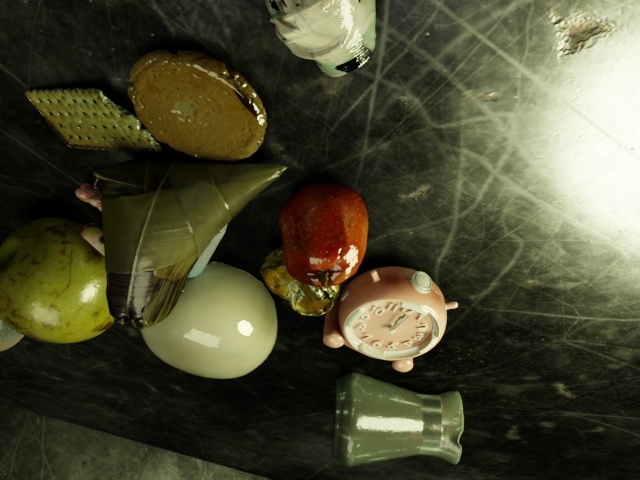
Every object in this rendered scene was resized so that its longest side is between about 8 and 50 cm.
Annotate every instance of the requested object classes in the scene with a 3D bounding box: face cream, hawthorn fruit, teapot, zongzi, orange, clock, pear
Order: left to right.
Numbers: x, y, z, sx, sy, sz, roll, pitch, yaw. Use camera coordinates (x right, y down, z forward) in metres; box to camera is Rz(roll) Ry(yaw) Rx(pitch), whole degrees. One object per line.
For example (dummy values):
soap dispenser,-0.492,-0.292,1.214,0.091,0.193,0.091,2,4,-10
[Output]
pear,-0.547,0.088,1.250,0.283,0.284,0.283,8,146,6
zongzi,-0.212,0.007,1.006,0.317,0.154,0.289,2,103,11
face cream,-0.240,-0.005,1.182,0.075,0.075,0.229,22,144,-14
orange,-0.034,0.070,1.196,0.160,0.112,0.170,2,122,33
hawthorn fruit,0.000,-0.010,1.015,0.173,0.179,0.173,18,171,3
clock,0.150,0.139,1.229,0.227,0.142,0.241,21,135,-14
teapot,0.206,0.506,1.659,0.344,0.253,0.300,5,179,2

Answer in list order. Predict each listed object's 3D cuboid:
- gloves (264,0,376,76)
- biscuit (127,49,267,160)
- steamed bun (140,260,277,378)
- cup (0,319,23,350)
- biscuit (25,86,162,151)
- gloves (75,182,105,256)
gloves,-0.009,-0.293,0.671,0.127,0.111,0.212,-4,151,30
biscuit,-0.187,-0.203,0.907,0.226,0.042,0.226,9,148,6
steamed bun,-0.260,0.201,1.371,0.324,0.206,0.324,9,145,6
cup,-0.838,0.167,1.506,0.200,0.191,0.253,21,-174,13
biscuit,-0.378,-0.199,0.976,0.203,0.016,0.144,5,146,24
gloves,-0.374,-0.024,1.158,0.241,0.126,0.145,53,138,6
